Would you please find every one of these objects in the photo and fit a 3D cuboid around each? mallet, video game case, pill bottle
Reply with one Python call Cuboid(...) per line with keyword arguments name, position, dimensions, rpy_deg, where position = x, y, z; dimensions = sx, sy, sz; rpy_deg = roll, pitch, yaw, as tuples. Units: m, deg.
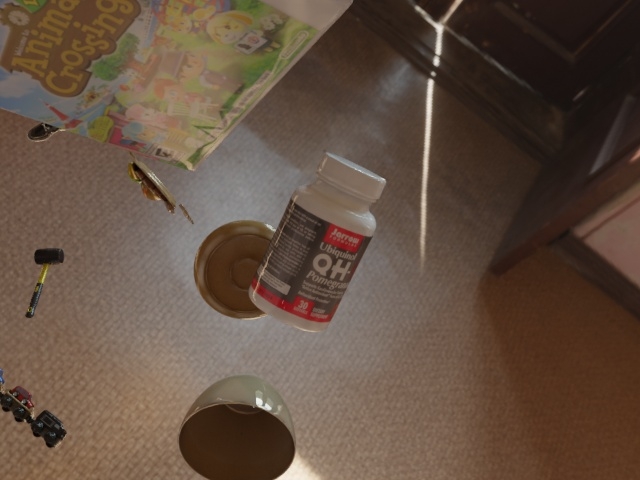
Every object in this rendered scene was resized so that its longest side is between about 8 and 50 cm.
Cuboid(name="mallet", position=(-0.636, 0.092, 1.637), dimensions=(0.062, 0.039, 0.189), rpy_deg=(4, 49, 8))
Cuboid(name="video game case", position=(-0.118, -0.130, 0.466), dimensions=(0.193, 0.212, 0.023), rpy_deg=(17, 55, -32))
Cuboid(name="pill bottle", position=(0.000, 0.000, 1.408), dimensions=(0.176, 0.318, 0.176), rpy_deg=(24, 11, -5))

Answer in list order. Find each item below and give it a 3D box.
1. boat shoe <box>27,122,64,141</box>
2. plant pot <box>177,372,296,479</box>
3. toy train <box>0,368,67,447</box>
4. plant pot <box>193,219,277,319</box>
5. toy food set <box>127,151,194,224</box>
Cuboid(name="boat shoe", position=(-0.687, -0.291, 1.862), dimensions=(0.125, 0.038, 0.046), rpy_deg=(-23, 79, -21))
Cuboid(name="plant pot", position=(-0.196, 0.441, 1.814), dimensions=(0.284, 0.284, 0.191), rpy_deg=(25, 29, -13))
Cuboid(name="toy train", position=(-0.389, 0.207, 0.940), dimensions=(0.158, 0.027, 0.036), rpy_deg=(35, 56, 10))
Cuboid(name="plant pot", position=(-0.165, 0.071, 1.634), dimensions=(0.236, 0.236, 0.032), rpy_deg=(26, 10, -13))
Cuboid(name="toy food set", position=(-0.335, -0.103, 1.453), dimensions=(0.038, 0.132, 0.192), rpy_deg=(-42, 82, -9))
